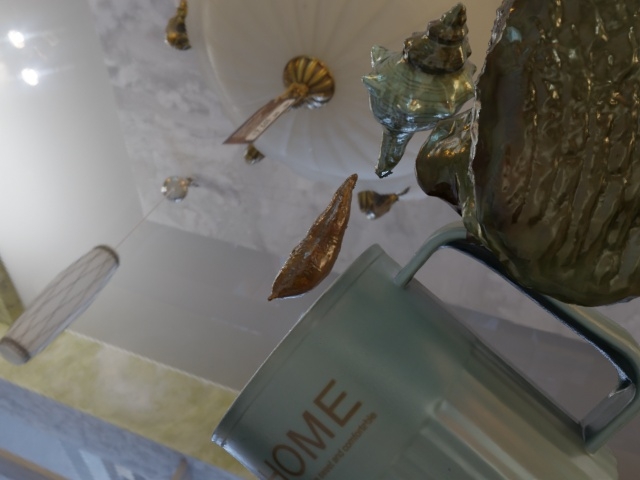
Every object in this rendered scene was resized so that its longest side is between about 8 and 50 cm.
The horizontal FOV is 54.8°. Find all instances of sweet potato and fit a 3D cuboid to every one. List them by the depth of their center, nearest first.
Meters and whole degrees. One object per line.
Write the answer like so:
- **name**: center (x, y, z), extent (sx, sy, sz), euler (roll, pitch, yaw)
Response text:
- **sweet potato**: center (0.003, 0.005, 0.876), extent (0.068, 0.226, 0.068), euler (32, -14, 9)

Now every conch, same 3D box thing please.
- **conch**: center (0.098, -0.181, 0.703), extent (0.114, 0.137, 0.234), euler (23, -19, -18)

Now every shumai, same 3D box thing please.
- **shumai**: center (0.192, -0.101, 0.430), extent (0.272, 0.204, 0.222), euler (-39, -76, 13)

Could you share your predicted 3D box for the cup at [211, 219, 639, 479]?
- **cup**: center (0.115, 0.175, 0.628), extent (0.311, 0.331, 0.257), euler (40, -10, 8)
